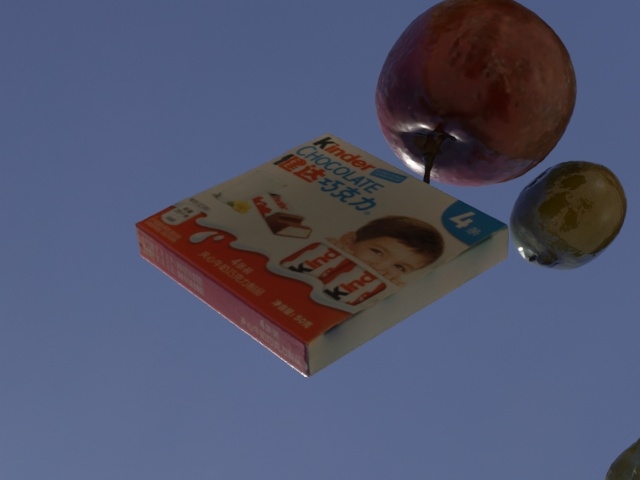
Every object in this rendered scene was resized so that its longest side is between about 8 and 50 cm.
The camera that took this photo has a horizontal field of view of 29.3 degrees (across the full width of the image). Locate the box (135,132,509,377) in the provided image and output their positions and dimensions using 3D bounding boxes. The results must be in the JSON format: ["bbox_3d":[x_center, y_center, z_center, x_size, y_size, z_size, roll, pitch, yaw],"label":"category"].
[{"bbox_3d":[0.000,0.000,1.218,0.265,0.273,0.048,-28,-49,-32],"label":"box"}]

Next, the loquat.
[{"bbox_3d":[0.350,-0.039,1.715,0.152,0.152,0.195,48,-118,-16],"label":"loquat"}]

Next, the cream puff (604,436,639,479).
[{"bbox_3d":[0.335,0.217,0.832,0.282,0.282,0.185,20,-108,-35],"label":"cream puff"}]

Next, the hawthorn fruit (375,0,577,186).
[{"bbox_3d":[0.170,-0.181,1.473,0.263,0.235,0.231,-2,-82,-31],"label":"hawthorn fruit"}]
